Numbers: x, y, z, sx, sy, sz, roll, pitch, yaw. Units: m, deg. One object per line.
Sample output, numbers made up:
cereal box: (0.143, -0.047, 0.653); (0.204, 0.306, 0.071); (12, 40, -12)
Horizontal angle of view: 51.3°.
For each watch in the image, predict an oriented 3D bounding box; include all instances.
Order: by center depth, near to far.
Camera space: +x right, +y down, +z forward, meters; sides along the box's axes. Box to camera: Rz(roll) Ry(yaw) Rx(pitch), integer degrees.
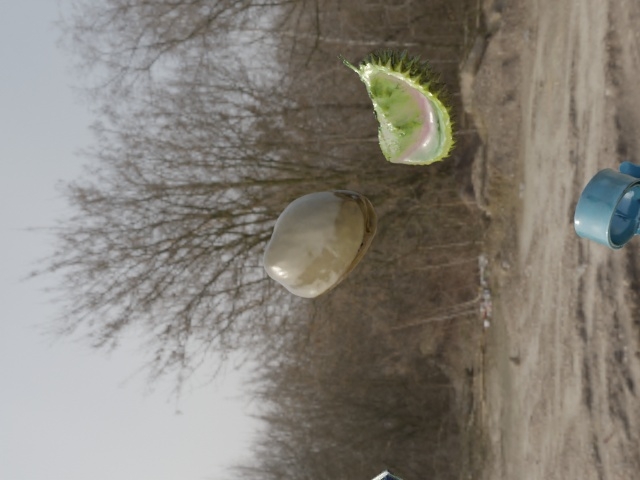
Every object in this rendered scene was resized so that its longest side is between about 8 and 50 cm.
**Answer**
watch: (0.672, -0.082, 1.514); (0.193, 0.211, 0.211); (-4, -83, -39)

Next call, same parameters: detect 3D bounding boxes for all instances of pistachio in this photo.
pistachio: (0.000, 0.000, 0.760); (0.113, 0.149, 0.113); (26, -133, -32)

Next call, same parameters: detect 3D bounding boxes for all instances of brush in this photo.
brush: (0.072, 0.403, 1.043); (0.178, 0.033, 0.030); (-52, 23, 44)

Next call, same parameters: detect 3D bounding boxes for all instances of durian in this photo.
durian: (0.183, -0.262, 1.354); (0.355, 0.169, 0.157); (54, -169, -53)
